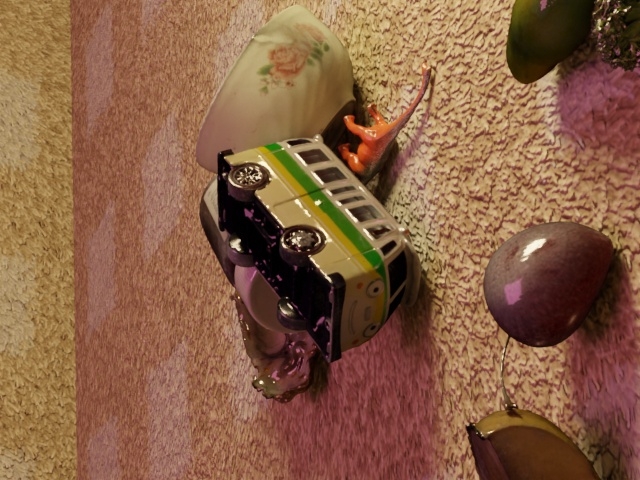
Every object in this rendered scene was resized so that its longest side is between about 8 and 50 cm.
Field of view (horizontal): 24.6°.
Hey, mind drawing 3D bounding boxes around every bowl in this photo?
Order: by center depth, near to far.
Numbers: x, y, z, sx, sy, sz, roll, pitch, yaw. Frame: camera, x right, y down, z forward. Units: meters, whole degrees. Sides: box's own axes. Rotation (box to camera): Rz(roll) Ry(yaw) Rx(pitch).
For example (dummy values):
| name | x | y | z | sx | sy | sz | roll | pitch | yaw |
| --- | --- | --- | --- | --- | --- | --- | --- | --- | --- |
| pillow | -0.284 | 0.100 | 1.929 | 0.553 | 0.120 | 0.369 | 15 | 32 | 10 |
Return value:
| name | x | y | z | sx | sy | sz | roll | pitch | yaw |
| --- | --- | --- | --- | --- | --- | --- | --- | --- | --- |
| bowl | -0.044 | -0.183 | 2.091 | 0.277 | 0.145 | 0.277 | -52 | -10 | -13 |

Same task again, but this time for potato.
| name | x | y | z | sx | sy | sz | roll | pitch | yaw |
| --- | --- | --- | --- | --- | --- | --- | --- | --- | --- |
| potato | 0.234 | 0.275 | 1.459 | 0.138 | 0.098 | 0.243 | 117 | 129 | -79 |

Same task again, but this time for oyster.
| name | x | y | z | sx | sy | sz | roll | pitch | yaw |
| --- | --- | --- | --- | --- | --- | --- | --- | --- | --- |
| oyster | -0.067 | 0.128 | 2.266 | 0.128 | 0.079 | 0.345 | -53 | 31 | 17 |

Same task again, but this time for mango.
| name | x | y | z | sx | sy | sz | roll | pitch | yaw |
| --- | --- | --- | --- | --- | --- | --- | --- | --- | --- |
| mango | 0.241 | -0.243 | 1.533 | 0.191 | 0.085 | 0.122 | 126 | 160 | -76 |

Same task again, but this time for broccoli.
| name | x | y | z | sx | sy | sz | roll | pitch | yaw |
| --- | --- | --- | --- | --- | --- | --- | --- | --- | --- |
| broccoli | 0.308 | -0.219 | 1.434 | 0.092 | 0.097 | 0.095 | -5 | 106 | 26 |

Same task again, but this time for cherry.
| name | x | y | z | sx | sy | sz | roll | pitch | yaw |
| --- | --- | --- | --- | --- | --- | --- | --- | --- | --- |
| cherry | 0.232 | 0.058 | 1.471 | 0.188 | 0.148 | 0.115 | -86 | -25 | -61 |

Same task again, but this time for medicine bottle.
| name | x | y | z | sx | sy | sz | roll | pitch | yaw |
| --- | --- | --- | --- | --- | --- | --- | --- | --- | --- |
| medicine bottle | -0.073 | 0.006 | 2.173 | 0.273 | 0.165 | 0.165 | -122 | 42 | -54 |

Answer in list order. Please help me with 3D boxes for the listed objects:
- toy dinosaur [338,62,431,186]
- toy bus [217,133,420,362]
| name | x | y | z | sx | sy | sz | roll | pitch | yaw |
| --- | --- | --- | --- | --- | --- | --- | --- | --- | --- |
| toy dinosaur | 0.075 | -0.142 | 1.990 | 0.101 | 0.055 | 0.279 | 60 | 140 | 38 |
| toy bus | 0.000 | 0.000 | 1.920 | 0.305 | 0.179 | 0.143 | 49 | 148 | 40 |
